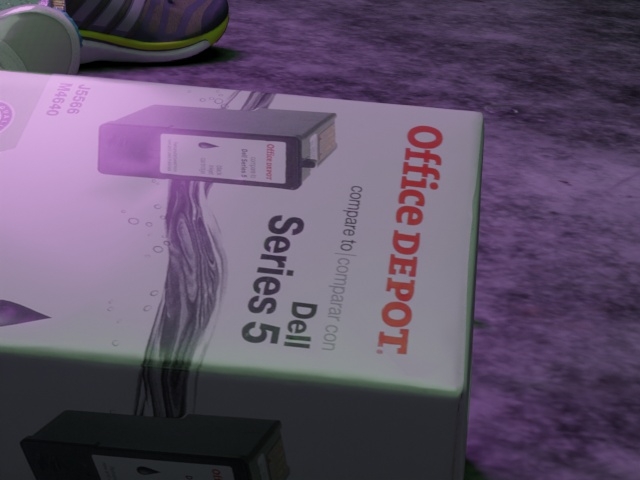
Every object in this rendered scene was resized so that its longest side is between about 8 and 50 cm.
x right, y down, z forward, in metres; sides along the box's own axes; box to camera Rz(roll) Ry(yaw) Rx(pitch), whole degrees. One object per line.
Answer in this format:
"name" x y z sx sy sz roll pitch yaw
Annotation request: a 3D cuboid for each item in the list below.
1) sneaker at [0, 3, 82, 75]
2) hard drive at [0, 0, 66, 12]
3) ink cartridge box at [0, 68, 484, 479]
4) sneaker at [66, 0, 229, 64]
"sneaker" -0.238 -0.071 0.930 0.228 0.087 0.092 -40 11 -20
"hard drive" -0.348 -0.123 1.055 0.339 0.064 0.237 0 51 -13
"ink cartridge box" -0.066 0.027 0.674 0.272 0.115 0.198 5 40 5
"sneaker" -0.215 -0.245 1.517 0.300 0.121 0.111 -11 25 -40
